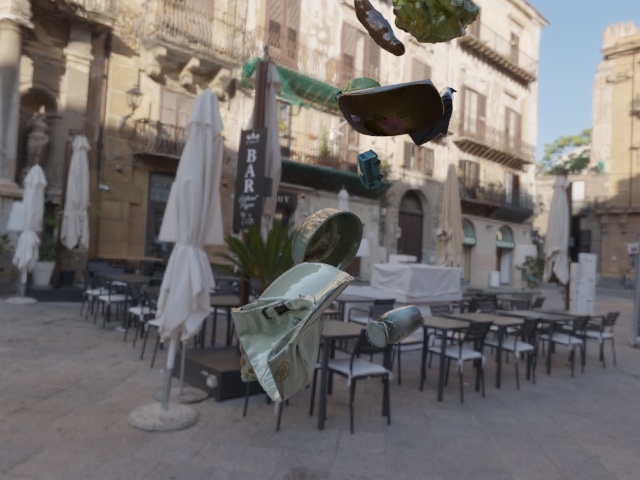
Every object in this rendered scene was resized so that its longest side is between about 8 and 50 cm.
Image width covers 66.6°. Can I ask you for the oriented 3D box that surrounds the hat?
[{"bbox_3d":[-0.041,0.183,1.047,0.168,0.301,0.257,53,-11,-28],"label":"hat"}]

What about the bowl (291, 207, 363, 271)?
[{"bbox_3d":[0.000,0.000,1.713,0.146,0.290,0.289,35,19,37],"label":"bowl"}]

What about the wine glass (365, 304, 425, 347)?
[{"bbox_3d":[0.264,0.298,1.708,0.204,0.111,0.111,-15,8,-34],"label":"wine glass"}]

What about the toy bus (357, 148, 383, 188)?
[{"bbox_3d":[0.217,-0.308,2.144,0.091,0.160,0.079,-22,38,-8],"label":"toy bus"}]

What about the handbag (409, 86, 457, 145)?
[{"bbox_3d":[0.559,-0.594,2.353,0.275,0.178,0.302,-30,13,24],"label":"handbag"}]

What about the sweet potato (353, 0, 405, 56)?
[{"bbox_3d":[0.228,-0.867,1.973,0.095,0.355,0.106,-27,-12,-19],"label":"sweet potato"}]

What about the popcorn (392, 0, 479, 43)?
[{"bbox_3d":[0.399,-0.835,1.725,0.311,0.313,0.312,3,-2,0],"label":"popcorn"}]

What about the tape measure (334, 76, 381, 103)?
[{"bbox_3d":[0.141,-0.471,1.620,0.177,0.088,0.154,17,-24,-16],"label":"tape measure"}]

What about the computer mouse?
[{"bbox_3d":[0.190,-0.370,1.378,0.310,0.072,0.158,2,-36,34],"label":"computer mouse"}]

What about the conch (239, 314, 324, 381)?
[{"bbox_3d":[-0.149,0.351,1.650,0.249,0.197,0.368,21,-40,-31],"label":"conch"}]
